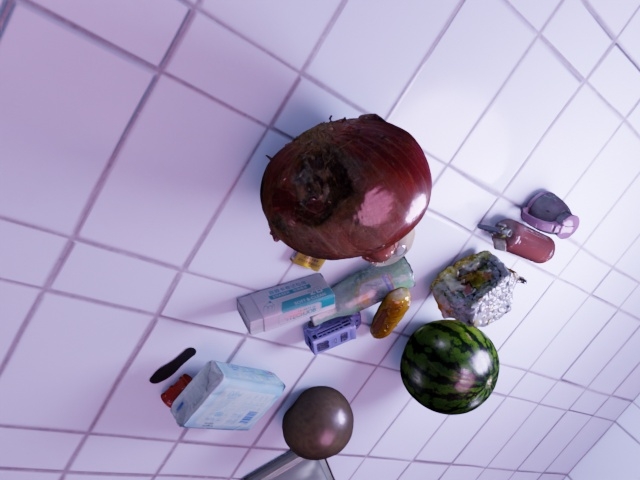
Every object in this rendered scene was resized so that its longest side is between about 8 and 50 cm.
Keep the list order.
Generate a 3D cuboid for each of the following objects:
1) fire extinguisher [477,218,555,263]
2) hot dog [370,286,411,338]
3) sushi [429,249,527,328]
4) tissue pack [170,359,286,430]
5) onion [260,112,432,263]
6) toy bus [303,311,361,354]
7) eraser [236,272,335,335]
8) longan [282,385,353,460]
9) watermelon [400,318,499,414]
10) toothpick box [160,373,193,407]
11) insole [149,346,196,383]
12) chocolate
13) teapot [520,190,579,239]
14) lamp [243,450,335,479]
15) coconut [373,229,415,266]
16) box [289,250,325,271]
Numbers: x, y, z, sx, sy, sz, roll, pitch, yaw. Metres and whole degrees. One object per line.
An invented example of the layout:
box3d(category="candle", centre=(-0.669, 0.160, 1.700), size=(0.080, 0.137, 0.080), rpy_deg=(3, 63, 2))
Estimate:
box3d(category="fire extinguisher", centre=(0.572, -0.003, 1.705), size=(0.269, 0.105, 0.104), rpy_deg=(16, 112, -39))
box3d(category="hot dog", centre=(0.186, 0.201, 1.568), size=(0.088, 0.061, 0.285), rpy_deg=(-33, 161, -15))
box3d(category="sushi", centre=(0.453, 0.131, 1.665), size=(0.274, 0.184, 0.139), rpy_deg=(-33, 132, -8))
box3d(category="tissue pack", centre=(-0.231, 0.397, 1.488), size=(0.177, 0.089, 0.263), rpy_deg=(-50, 144, 7))
box3d(category="onion", centre=(0.045, -0.109, 1.181), size=(0.354, 0.353, 0.353), rpy_deg=(-15, 127, -21))
box3d(category="toy bus", centre=(0.041, 0.242, 1.575), size=(0.168, 0.076, 0.073), rpy_deg=(-21, 129, -16))
box3d(category="eraser", centre=(-0.082, 0.152, 1.430), size=(0.225, 0.095, 0.052), rpy_deg=(-16, 131, -21))
box3d(category="longan", centre=(-0.006, 0.524, 1.670), size=(0.213, 0.198, 0.198), rpy_deg=(-31, 131, -6))
box3d(category="watermelon", centre=(0.382, 0.371, 1.736), size=(0.285, 0.285, 0.285), rpy_deg=(-15, 127, -21))
box3d(category="toothpick box", centre=(-0.352, 0.373, 1.457), size=(0.083, 0.047, 0.047), rpy_deg=(-43, 132, 1))
box3d(category="insole", centre=(-0.361, 0.307, 1.435), size=(0.135, 0.002, 0.045), rpy_deg=(-39, 133, -1))
box3d(category="chocolate", centre=(0.102, 0.135, 1.527), size=(0.291, 0.110, 0.110), rpy_deg=(-26, 130, -10))
box3d(category="teapot", centre=(0.659, -0.072, 1.672), size=(0.148, 0.146, 0.116), rpy_deg=(26, 106, -39))
box3d(category="lamp", centre=(-0.095, 0.778, 1.881), size=(0.269, 0.047, 0.266), rpy_deg=(-26, 130, -12))
box3d(category="coconut", centre=(0.154, -0.013, 1.416), size=(0.147, 0.152, 0.147), rpy_deg=(-15, 129, -19))
box3d(category="box", centre=(0.000, 0.000, 1.422), size=(0.089, 0.022, 0.156), rpy_deg=(24, 107, -40))
